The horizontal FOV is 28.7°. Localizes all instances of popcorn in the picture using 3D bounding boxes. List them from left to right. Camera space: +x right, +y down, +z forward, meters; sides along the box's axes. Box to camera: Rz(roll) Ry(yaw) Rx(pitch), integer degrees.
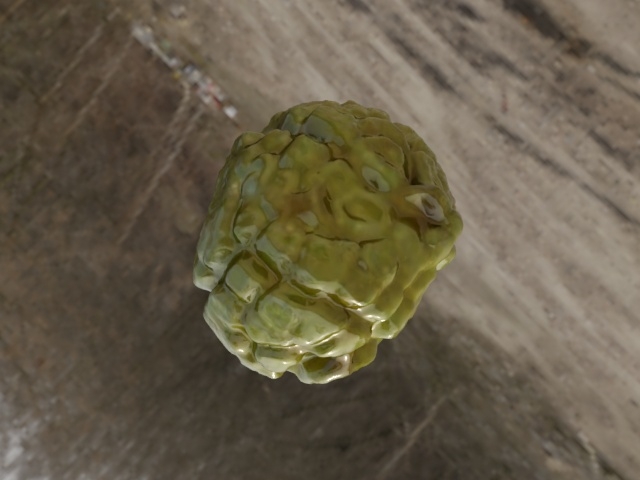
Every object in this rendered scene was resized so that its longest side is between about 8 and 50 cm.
[{"bbox_3d":[0.000,0.000,1.154,0.224,0.257,0.270,27,-165,-6],"label":"popcorn"}]
